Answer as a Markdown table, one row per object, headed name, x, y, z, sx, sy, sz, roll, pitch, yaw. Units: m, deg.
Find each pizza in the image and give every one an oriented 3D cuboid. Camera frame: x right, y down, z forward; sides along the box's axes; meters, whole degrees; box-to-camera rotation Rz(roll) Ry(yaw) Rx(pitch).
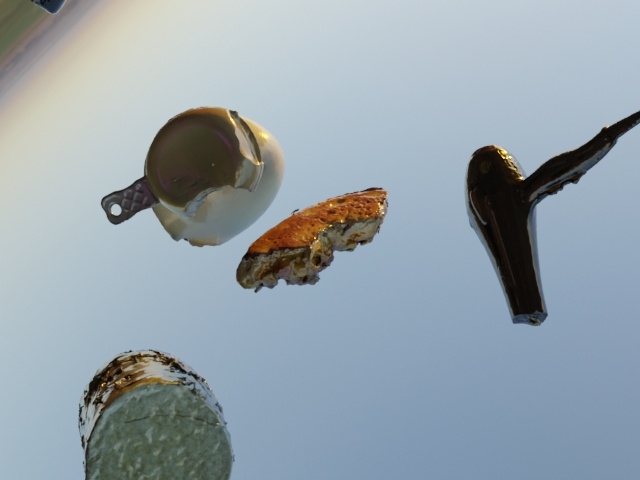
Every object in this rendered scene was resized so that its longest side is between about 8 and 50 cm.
| name | x | y | z | sx | sy | sz | roll | pitch | yaw |
| --- | --- | --- | --- | --- | --- | --- | --- | --- | --- |
| pizza | 0.000 | 0.000 | 0.972 | 0.305 | 0.086 | 0.161 | -28 | -152 | -26 |

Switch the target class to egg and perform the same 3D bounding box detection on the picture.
| name | x | y | z | sx | sy | sz | roll | pitch | yaw |
| --- | --- | --- | --- | --- | --- | --- | --- | --- | --- |
| egg | -0.188 | -0.128 | 1.169 | 0.174 | 0.265 | 0.286 | 1 | -148 | 49 |

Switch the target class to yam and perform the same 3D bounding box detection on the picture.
| name | x | y | z | sx | sy | sz | roll | pitch | yaw |
| --- | --- | --- | --- | --- | --- | --- | --- | --- | --- |
| yam | -0.257 | 0.296 | 0.917 | 0.241 | 0.241 | 0.348 | -54 | -166 | -16 |

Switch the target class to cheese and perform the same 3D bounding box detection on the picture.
| name | x | y | z | sx | sy | sz | roll | pitch | yaw |
| --- | --- | --- | --- | --- | --- | --- | --- | --- | --- |
| cheese | -0.234 | -0.102 | 0.984 | 0.286 | 0.163 | 0.082 | -28 | -176 | 15 |

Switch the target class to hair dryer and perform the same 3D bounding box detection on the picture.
| name | x | y | z | sx | sy | sz | roll | pitch | yaw |
| --- | --- | --- | --- | --- | --- | --- | --- | --- | --- |
| hair dryer | 0.355 | -0.068 | 0.879 | 0.359 | 0.120 | 0.304 | -44 | -137 | 49 |

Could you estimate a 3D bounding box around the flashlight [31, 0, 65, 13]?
| name | x | y | z | sx | sy | sz | roll | pitch | yaw |
| --- | --- | --- | --- | --- | --- | --- | --- | --- | --- |
| flashlight | -0.441 | -0.632 | 1.159 | 0.424 | 0.103 | 0.103 | -47 | -154 | 17 |
